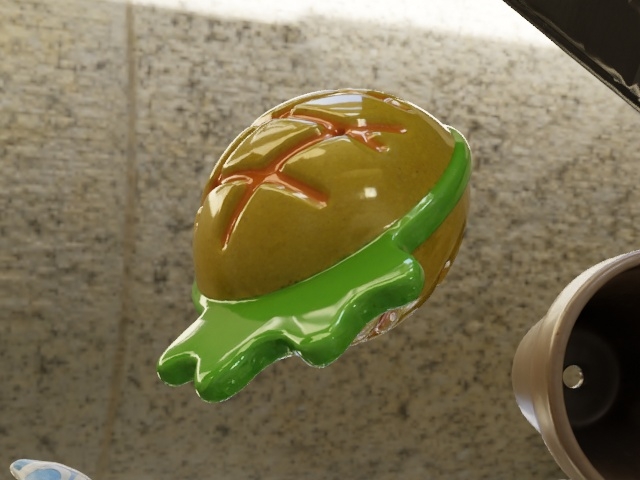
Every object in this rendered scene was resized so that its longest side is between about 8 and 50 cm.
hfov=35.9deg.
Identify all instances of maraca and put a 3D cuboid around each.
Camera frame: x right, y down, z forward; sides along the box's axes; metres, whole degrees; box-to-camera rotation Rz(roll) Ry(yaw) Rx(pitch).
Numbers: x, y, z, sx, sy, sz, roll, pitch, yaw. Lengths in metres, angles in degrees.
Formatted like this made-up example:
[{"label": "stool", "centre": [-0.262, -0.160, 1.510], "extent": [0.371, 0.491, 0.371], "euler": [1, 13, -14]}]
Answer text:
[{"label": "maraca", "centre": [0.000, 0.000, 0.393], "extent": [0.127, 0.099, 0.186], "euler": [-25, -160, 24]}]

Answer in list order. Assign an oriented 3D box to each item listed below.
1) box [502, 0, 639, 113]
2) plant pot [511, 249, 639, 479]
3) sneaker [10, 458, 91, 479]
[{"label": "box", "centre": [0.144, -0.222, 0.394], "extent": [0.293, 0.073, 0.295], "euler": [53, -35, 39]}, {"label": "plant pot", "centre": [0.315, 0.145, 1.053], "extent": [0.229, 0.263, 0.263], "euler": [158, -68, -76]}, {"label": "sneaker", "centre": [-0.239, 0.270, 0.701], "extent": [0.085, 0.086, 0.237], "euler": [90, 24, -68]}]
